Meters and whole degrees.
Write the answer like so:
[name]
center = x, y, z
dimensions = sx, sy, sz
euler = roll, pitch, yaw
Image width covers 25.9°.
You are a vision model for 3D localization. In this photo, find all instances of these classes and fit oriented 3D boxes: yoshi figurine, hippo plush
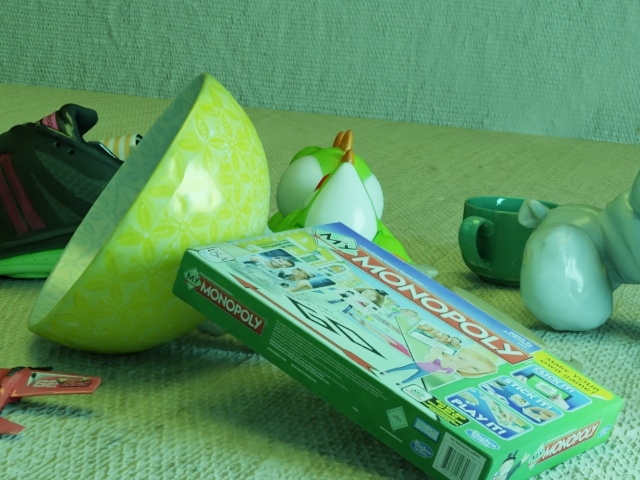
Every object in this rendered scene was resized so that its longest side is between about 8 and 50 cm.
[yoshi figurine]
center = 0.004, 0.025, 1.494
dimensions = 0.203, 0.203, 0.362
euler = -34, 21, 13
[hippo plush]
center = 0.326, -0.020, 1.512
dimensions = 0.236, 0.234, 0.294
euler = -9, 24, 25

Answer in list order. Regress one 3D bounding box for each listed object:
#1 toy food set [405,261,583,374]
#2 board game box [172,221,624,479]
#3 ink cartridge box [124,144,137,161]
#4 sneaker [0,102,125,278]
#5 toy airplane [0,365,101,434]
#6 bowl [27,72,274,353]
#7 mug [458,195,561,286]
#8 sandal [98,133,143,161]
[toy food set]
center = 0.159, 0.087, 1.326
dimensions = 0.192, 0.038, 0.132
euler = 33, 7, 11
[board game box]
center = 0.063, 0.086, 1.136
dimensions = 0.317, 0.046, 0.213
euler = 32, 25, 30
[ink cartridge box]
center = -0.226, -0.097, 2.120
dimensions = 0.092, 0.090, 0.143
euler = -5, 13, -40
[sneaker]
center = -0.330, -0.058, 1.580
dimensions = 0.482, 0.202, 0.185
euler = 2, 10, -11
[toy airplane]
center = -0.252, 0.125, 1.111
dimensions = 0.151, 0.028, 0.151
euler = 2, 11, 0
[bowl]
center = -0.131, 0.003, 1.314
dimensions = 0.156, 0.289, 0.289
euler = 36, 4, -14
[mug]
center = 0.228, 0.003, 1.745
dimensions = 0.157, 0.097, 0.129
euler = 0, 12, -16
[sandal]
center = -0.299, -0.145, 2.383
dimensions = 0.265, 0.076, 0.102
euler = 4, 10, 1
